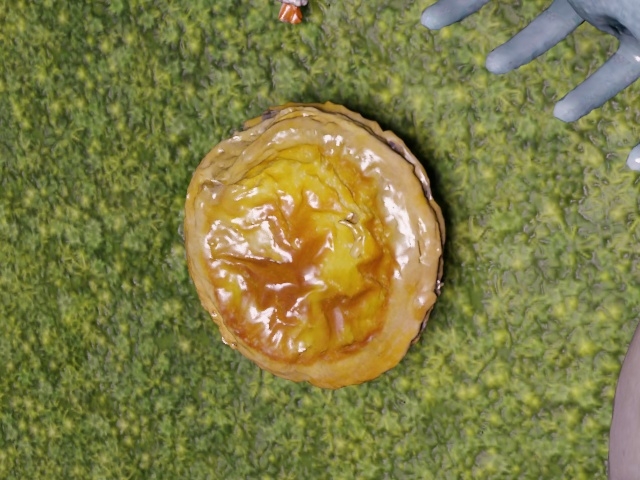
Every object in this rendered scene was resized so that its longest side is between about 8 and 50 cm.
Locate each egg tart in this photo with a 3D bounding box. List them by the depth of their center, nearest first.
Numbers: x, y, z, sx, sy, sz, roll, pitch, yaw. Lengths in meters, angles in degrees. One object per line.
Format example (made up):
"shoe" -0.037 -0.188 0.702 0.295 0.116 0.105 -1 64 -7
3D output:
"egg tart" 0.000 0.000 1.157 0.241 0.106 0.241 8 107 28

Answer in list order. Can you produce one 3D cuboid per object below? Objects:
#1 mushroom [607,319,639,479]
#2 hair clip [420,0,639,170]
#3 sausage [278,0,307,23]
"mushroom" 0.266 0.111 1.020 0.118 0.103 0.270 11 104 43
"hair clip" 0.191 -0.220 0.880 0.318 0.392 0.238 39 145 27
"sausage" -0.012 -0.323 1.096 0.093 0.093 0.312 16 109 28
